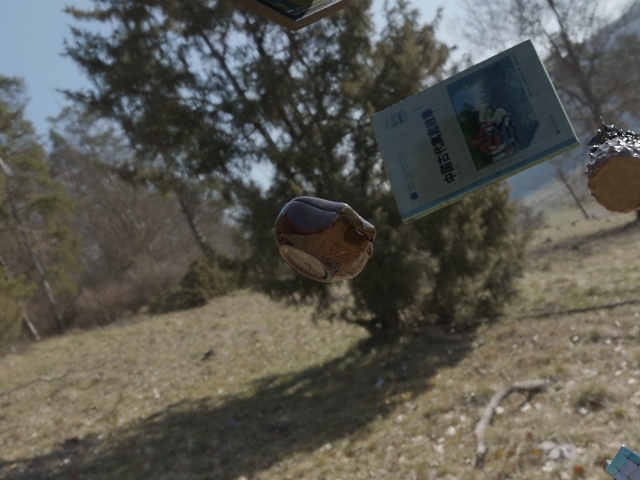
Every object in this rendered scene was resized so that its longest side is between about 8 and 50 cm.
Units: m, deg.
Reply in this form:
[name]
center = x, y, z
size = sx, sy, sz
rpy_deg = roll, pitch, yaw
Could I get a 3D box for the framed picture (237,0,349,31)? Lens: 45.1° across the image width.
[framed picture]
center = -0.045, -0.427, 1.366
size = 0.168, 0.128, 0.023
rpy_deg = -39, -27, -42

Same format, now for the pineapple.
[pineapple]
center = 0.694, -0.188, 1.785
size = 0.169, 0.169, 0.340
rpy_deg = -33, 11, 28

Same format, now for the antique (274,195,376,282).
[antique]
center = 0.000, 0.000, 1.674
size = 0.129, 0.223, 0.278
rpy_deg = -58, 24, -19

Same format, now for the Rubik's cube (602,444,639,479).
[Rubik's cube]
center = 0.567, 0.428, 1.429
size = 0.084, 0.075, 0.073
rpy_deg = -39, -28, 5

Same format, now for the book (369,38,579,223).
[book]
center = 0.226, -0.168, 1.183
size = 0.283, 0.214, 0.025
rpy_deg = -26, -32, 19
